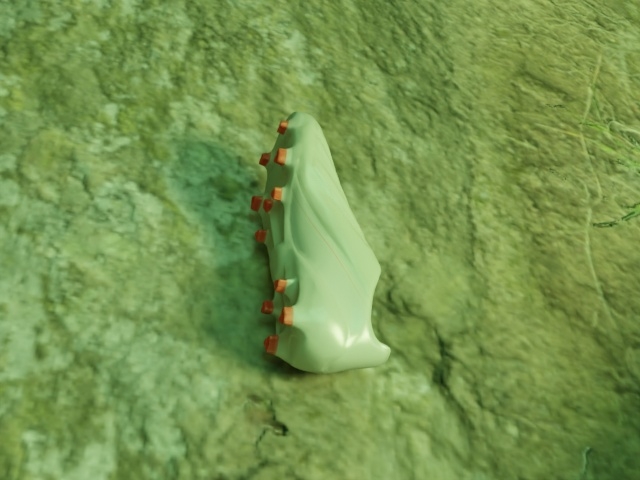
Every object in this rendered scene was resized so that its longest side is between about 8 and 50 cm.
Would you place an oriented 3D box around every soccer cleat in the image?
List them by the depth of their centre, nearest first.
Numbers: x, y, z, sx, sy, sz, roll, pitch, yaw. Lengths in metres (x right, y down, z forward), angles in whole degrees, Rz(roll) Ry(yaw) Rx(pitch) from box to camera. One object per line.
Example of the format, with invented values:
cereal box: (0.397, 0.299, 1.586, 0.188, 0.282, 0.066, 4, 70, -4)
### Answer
soccer cleat: (0.000, 0.000, 0.651, 0.076, 0.068, 0.196, 11, 51, -20)
